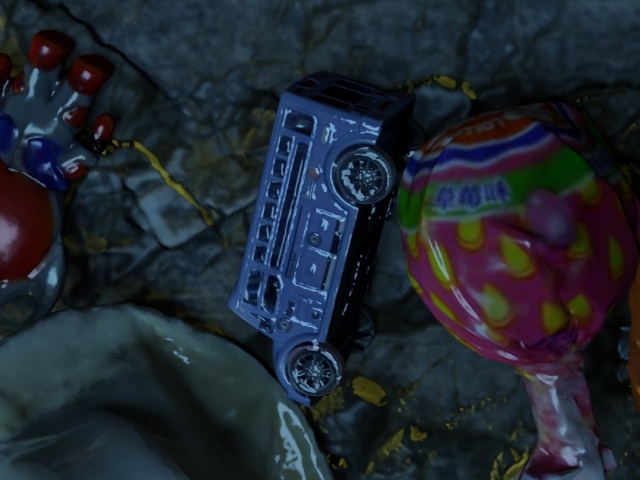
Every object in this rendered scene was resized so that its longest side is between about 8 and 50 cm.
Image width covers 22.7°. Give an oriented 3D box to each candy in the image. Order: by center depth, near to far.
[{"bbox_3d":[0.131,0.110,0.802,0.124,0.124,0.365,-12,102,21],"label":"candy"}]

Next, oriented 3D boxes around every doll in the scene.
[{"bbox_3d":[-0.178,-0.025,0.894,0.104,0.062,0.195,25,109,-12],"label":"doll"}]

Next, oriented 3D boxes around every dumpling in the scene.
[{"bbox_3d":[-0.122,0.151,0.857,0.175,0.243,0.227,-5,105,33],"label":"dumpling"}]

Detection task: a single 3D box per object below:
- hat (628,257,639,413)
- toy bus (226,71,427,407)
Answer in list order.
[{"bbox_3d":[0.325,0.053,0.604,0.400,0.285,0.285,34,119,27],"label":"hat"},{"bbox_3d":[0.000,0.000,0.840,0.076,0.073,0.167,19,112,12],"label":"toy bus"}]
